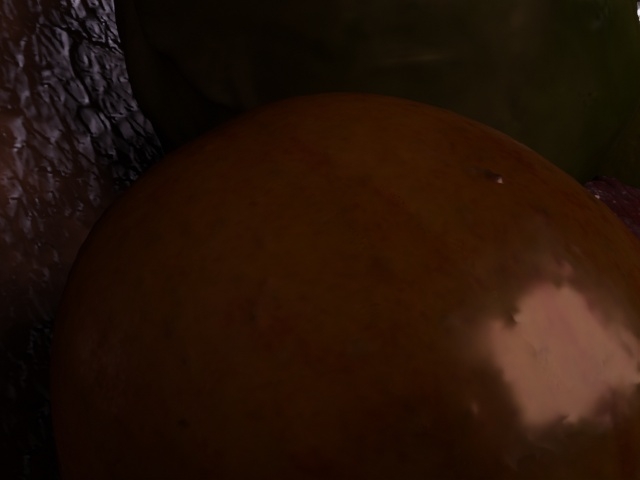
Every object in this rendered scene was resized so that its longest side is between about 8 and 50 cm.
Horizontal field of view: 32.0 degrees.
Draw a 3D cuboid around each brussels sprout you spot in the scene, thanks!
[{"bbox_3d":[0.040,-0.117,0.696,0.328,0.328,0.247,59,29,-3],"label":"brussels sprout"}]

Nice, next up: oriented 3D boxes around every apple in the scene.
[{"bbox_3d":[0.021,0.085,0.519,0.275,0.299,0.299,43,16,31],"label":"apple"}]

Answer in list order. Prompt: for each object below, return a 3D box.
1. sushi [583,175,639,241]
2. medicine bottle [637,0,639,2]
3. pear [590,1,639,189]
[{"bbox_3d":[0.173,0.066,0.855,0.270,0.236,0.170,8,39,-20],"label":"sushi"},{"bbox_3d":[0.300,-0.337,1.414,0.252,0.253,0.240,44,32,-29],"label":"medicine bottle"},{"bbox_3d":[0.315,-0.116,1.187,0.165,0.398,0.399,33,28,5],"label":"pear"}]
